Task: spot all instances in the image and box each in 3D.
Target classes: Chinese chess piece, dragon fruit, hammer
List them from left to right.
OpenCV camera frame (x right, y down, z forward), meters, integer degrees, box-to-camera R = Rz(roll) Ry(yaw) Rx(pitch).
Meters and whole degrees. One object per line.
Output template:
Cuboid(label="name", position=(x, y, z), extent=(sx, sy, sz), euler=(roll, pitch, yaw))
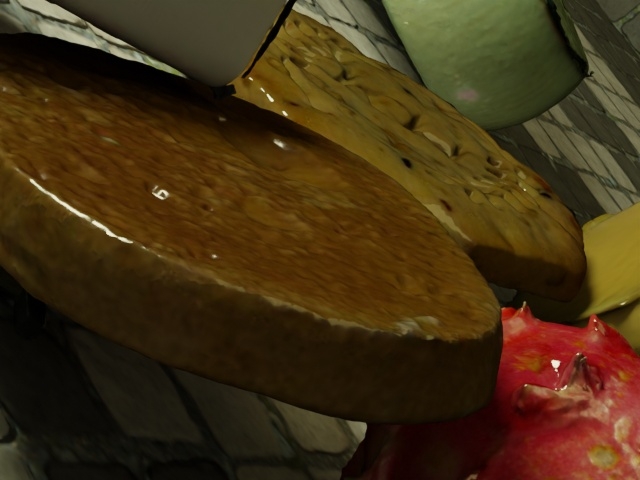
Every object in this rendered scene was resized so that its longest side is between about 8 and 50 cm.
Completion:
Cuboid(label="hammer", position=(-0.201, -0.027, 0.878), extent=(0.199, 0.013, 0.062), euler=(40, 20, -28))
Cuboid(label="Chinese chess piece", position=(0.137, -0.277, 1.849), extent=(0.349, 0.146, 0.349), euler=(61, 14, -27))
Cuboid(label="dragon fruit", position=(0.133, 0.159, 1.005), extent=(0.205, 0.210, 0.268), euler=(-17, 72, -50))

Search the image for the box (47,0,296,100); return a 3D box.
Cuboid(label="box", position=(-0.188, -0.207, 1.015), extent=(0.369, 0.112, 0.190), euler=(28, 8, -38))

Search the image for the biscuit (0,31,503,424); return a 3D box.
Cuboid(label="biscuit", position=(-0.072, -0.015, 0.945), extent=(0.314, 0.063, 0.367), euler=(16, 16, -18))

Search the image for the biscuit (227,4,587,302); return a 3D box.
Cuboid(label="biscuit", position=(0.049, -0.078, 1.408), extent=(0.359, 0.046, 0.359), euler=(32, 15, -10))

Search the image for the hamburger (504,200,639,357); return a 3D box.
Cuboid(label="hamburger", position=(0.299, 0.083, 1.460), extent=(0.237, 0.276, 0.276), euler=(58, 16, -12))
